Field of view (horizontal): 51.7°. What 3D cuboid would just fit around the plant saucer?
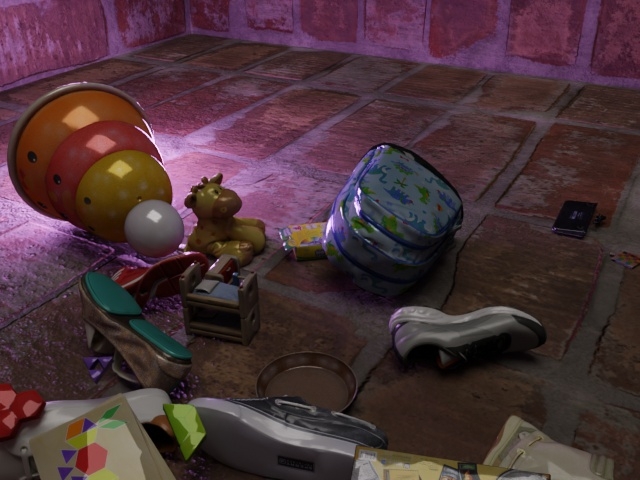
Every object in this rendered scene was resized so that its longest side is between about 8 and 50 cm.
[{"bbox_3d":[-0.023,0.246,1.089,0.168,0.029,0.168,0,29,0],"label":"plant saucer"}]

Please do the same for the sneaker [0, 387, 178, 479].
[{"bbox_3d":[-0.341,0.292,0.931,0.290,0.106,0.123,-13,29,-23],"label":"sneaker"}]

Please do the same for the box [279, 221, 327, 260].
[{"bbox_3d":[0.000,0.000,1.514,0.179,0.043,0.105,-4,30,-11],"label":"box"}]

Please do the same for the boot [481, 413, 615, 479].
[{"bbox_3d":[0.297,0.337,0.880,0.165,0.077,0.213,19,34,26],"label":"boot"}]

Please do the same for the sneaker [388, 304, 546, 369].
[{"bbox_3d":[0.257,0.179,1.154,0.271,0.100,0.108,-2,43,5],"label":"sneaker"}]

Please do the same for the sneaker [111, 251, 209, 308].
[{"bbox_3d":[-0.339,0.063,1.328,0.221,0.087,0.128,-23,31,-10],"label":"sneaker"}]

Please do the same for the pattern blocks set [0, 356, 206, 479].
[{"bbox_3d":[-0.290,0.302,0.871,0.285,0.026,0.325,-16,57,-17],"label":"pattern blocks set"}]

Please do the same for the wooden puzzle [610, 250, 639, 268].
[{"bbox_3d":[0.681,0.043,1.462,0.049,0.006,0.083,-21,35,-31],"label":"wooden puzzle"}]

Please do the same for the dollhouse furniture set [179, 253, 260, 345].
[{"bbox_3d":[-0.168,0.087,1.272,0.129,0.129,0.184,8,30,15],"label":"dollhouse furniture set"}]

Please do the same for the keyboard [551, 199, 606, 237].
[{"bbox_3d":[0.640,-0.052,1.620,0.108,0.023,0.180,8,31,28],"label":"keyboard"}]

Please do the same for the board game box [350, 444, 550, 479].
[{"bbox_3d":[0.150,0.346,0.790,0.243,0.042,0.165,6,46,10],"label":"board game box"}]

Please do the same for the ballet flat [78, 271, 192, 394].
[{"bbox_3d":[-0.348,0.167,1.150,0.316,0.106,0.107,33,8,38],"label":"ballet flat"}]

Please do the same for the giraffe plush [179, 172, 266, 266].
[{"bbox_3d":[-0.230,-0.056,1.485,0.210,0.171,0.181,-2,30,-3],"label":"giraffe plush"}]

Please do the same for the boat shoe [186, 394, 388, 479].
[{"bbox_3d":[-0.050,0.275,0.961,0.301,0.108,0.102,10,31,13],"label":"boat shoe"}]

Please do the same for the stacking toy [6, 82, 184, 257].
[{"bbox_3d":[-0.440,-0.116,1.441,0.350,0.351,0.480,-21,40,-32],"label":"stacking toy"}]

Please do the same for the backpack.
[{"bbox_3d":[0.151,-0.044,1.394,0.290,0.273,0.355,40,53,2],"label":"backpack"}]
